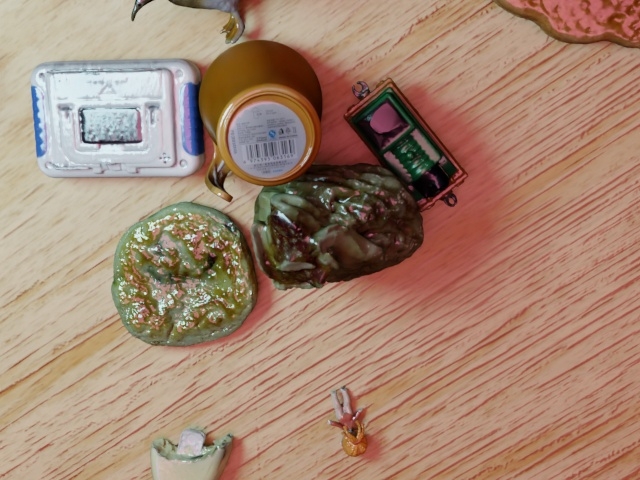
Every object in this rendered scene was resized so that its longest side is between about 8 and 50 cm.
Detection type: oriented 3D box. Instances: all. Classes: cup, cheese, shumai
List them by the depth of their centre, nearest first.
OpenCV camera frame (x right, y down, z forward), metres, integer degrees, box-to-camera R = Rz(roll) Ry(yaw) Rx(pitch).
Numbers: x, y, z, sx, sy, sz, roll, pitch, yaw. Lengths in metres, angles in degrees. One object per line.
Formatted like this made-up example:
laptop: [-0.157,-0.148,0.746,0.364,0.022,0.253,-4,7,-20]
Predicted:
cup: [-0.089,-0.152,1.243,0.182,0.264,0.226,30,103,-15]
shumai: [0.001,-0.001,1.249,0.256,0.218,0.189,-2,114,33]
cheese: [-0.225,0.408,1.459,0.127,0.050,0.235,14,102,1]

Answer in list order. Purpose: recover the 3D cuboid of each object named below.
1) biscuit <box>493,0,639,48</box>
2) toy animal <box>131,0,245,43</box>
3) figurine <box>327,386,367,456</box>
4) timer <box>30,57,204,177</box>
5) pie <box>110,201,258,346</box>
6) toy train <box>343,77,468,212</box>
biscuit: [0.418,-0.431,1.228,0.456,0.078,0.349,21,99,2]
toy animal: [-0.163,-0.345,1.271,0.197,0.272,0.160,-43,129,7]
figurine: [0.042,0.284,1.412,0.064,0.047,0.109,-17,92,-14]
timer: [-0.304,-0.181,1.350,0.254,0.078,0.178,-1,100,6]
pie: [-0.208,0.058,1.394,0.241,0.054,0.240,1,98,5]
toy train: [0.118,-0.134,1.282,0.091,0.136,0.227,-38,92,11]
